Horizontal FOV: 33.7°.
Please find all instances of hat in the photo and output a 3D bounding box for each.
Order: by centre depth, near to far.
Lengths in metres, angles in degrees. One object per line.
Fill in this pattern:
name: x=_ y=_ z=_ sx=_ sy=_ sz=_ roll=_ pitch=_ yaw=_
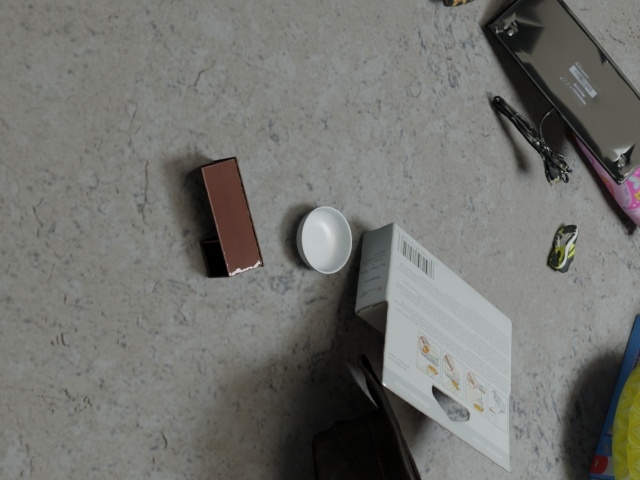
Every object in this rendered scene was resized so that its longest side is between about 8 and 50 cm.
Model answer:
hat: x=0.061 y=0.308 z=1.248 sx=0.134 sy=0.331 sz=0.331 roll=-23 pitch=106 yaw=-1

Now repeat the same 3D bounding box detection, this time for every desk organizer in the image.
desk organizer: x=-0.111 y=-0.025 z=1.199 sx=0.050 sy=0.047 sz=0.130 roll=-20 pitch=100 yaw=-38

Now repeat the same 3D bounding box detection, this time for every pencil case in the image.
pencil case: x=0.514 y=-0.126 z=1.711 sx=0.284 sy=0.124 sz=0.124 roll=50 pitch=57 yaw=-26

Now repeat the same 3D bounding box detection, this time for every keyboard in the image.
keyboard: x=0.359 y=-0.211 z=1.580 sx=0.201 sy=0.033 sz=0.317 roll=-42 pitch=95 yaw=-9

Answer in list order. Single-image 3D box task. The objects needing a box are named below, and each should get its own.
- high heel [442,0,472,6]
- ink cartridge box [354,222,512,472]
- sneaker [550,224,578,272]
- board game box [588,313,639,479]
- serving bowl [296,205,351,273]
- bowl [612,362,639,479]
high heel: x=0.280 y=-0.429 z=1.482 sx=0.093 sy=0.186 sz=0.261 roll=50 pitch=57 yaw=-28
ink cartridge box: x=0.150 y=0.145 z=1.363 sx=0.275 sy=0.060 sz=0.238 roll=38 pitch=45 yaw=-34
sneaker: x=0.383 y=0.014 z=1.652 sx=0.035 sy=0.031 sz=0.083 roll=50 pitch=60 yaw=-44
board game box: x=0.605 y=0.330 z=1.785 sx=0.302 sy=0.086 sz=0.308 roll=40 pitch=62 yaw=-33
serving bowl: x=0.000 y=0.000 z=1.308 sx=0.083 sy=0.027 sz=0.083 roll=4 pitch=84 yaw=-41
bowl: x=0.591 y=0.316 z=1.612 sx=0.290 sy=0.156 sz=0.289 roll=3 pitch=86 yaw=-41
